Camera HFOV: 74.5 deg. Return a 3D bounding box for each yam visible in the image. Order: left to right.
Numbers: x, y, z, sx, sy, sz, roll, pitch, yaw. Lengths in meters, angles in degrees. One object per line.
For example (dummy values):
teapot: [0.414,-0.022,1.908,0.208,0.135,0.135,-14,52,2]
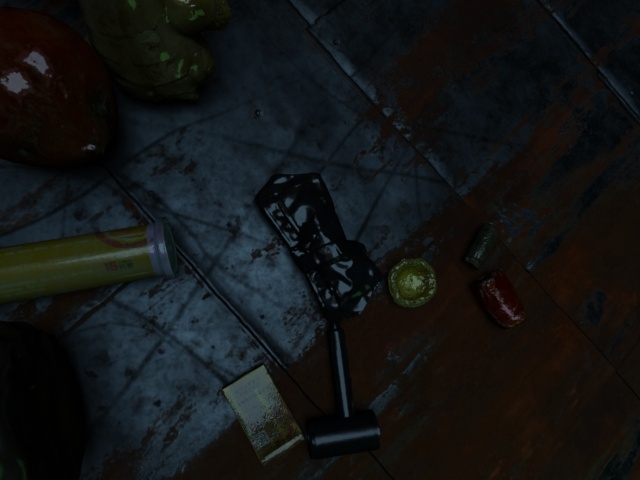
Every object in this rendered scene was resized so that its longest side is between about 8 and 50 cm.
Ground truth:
yam: [0.332,0.013,0.869,0.043,0.043,0.094,36,76,-5]

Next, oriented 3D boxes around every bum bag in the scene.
bum bag: [0.000,0.000,0.791,0.137,0.074,0.309,-31,88,-10]

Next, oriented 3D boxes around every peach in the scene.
peach: [-0.431,-0.215,0.651,0.257,0.232,0.232,41,77,15]

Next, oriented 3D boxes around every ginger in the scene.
ginger: [-0.270,-0.355,0.633,0.237,0.375,0.165,13,78,-1]

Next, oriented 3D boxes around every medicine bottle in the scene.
medicine bottle: [-0.460,0.048,0.675,0.427,0.108,0.108,-10,85,-12]

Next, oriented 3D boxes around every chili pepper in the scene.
chili pepper: [0.363,0.123,0.849,0.070,0.073,0.123,-32,87,29]

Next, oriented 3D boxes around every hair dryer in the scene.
hair dryer: [0.023,0.260,0.775,0.129,0.070,0.255,-6,77,-11]

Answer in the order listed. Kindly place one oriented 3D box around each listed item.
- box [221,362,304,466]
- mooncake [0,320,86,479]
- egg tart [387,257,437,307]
box: [-0.102,0.311,0.755,0.089,0.022,0.156,-31,90,-12]
mooncake: [-0.441,0.249,0.563,0.162,0.290,0.290,-14,86,-14]
egg tart: [0.178,0.083,0.831,0.105,0.039,0.105,1,82,-11]
